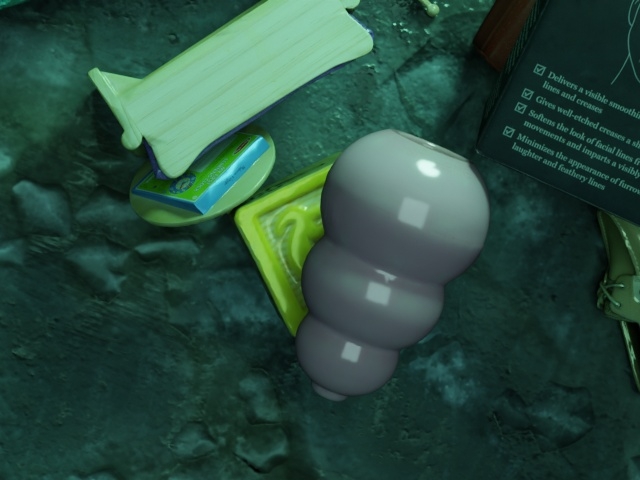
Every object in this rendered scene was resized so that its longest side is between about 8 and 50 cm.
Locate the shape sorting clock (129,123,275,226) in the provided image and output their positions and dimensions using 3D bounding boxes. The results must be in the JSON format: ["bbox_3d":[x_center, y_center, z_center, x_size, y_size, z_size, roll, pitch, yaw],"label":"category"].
[{"bbox_3d":[-0.157,-0.089,1.760,0.206,0.206,0.040,-29,125,-4],"label":"shape sorting clock"}]

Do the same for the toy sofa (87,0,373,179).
[{"bbox_3d":[-0.115,-0.234,1.764,0.362,0.150,0.177,-34,93,-3],"label":"toy sofa"}]

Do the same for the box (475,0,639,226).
[{"bbox_3d":[0.397,-0.238,1.543,0.293,0.212,0.395,25,112,0],"label":"box"}]

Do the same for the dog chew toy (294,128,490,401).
[{"bbox_3d":[0.070,0.038,1.595,0.206,0.206,0.332,22,100,-8],"label":"dog chew toy"}]

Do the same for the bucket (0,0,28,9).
[{"bbox_3d":[-0.382,-0.435,1.668,0.183,0.281,0.281,-15,96,-8],"label":"bucket"}]

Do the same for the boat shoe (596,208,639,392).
[{"bbox_3d":[0.448,0.081,1.882,0.098,0.109,0.302,-24,102,-5],"label":"boat shoe"}]

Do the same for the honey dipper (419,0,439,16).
[{"bbox_3d":[0.106,-0.371,1.844,0.030,0.030,0.160,-45,101,-1],"label":"honey dipper"}]

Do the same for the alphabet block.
[{"bbox_3d":[0.000,0.000,1.775,0.193,0.197,0.192,-28,98,-4],"label":"alphabet block"}]

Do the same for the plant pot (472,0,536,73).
[{"bbox_3d":[0.355,-0.274,1.777,0.236,0.267,0.267,-44,98,11],"label":"plant pot"}]
